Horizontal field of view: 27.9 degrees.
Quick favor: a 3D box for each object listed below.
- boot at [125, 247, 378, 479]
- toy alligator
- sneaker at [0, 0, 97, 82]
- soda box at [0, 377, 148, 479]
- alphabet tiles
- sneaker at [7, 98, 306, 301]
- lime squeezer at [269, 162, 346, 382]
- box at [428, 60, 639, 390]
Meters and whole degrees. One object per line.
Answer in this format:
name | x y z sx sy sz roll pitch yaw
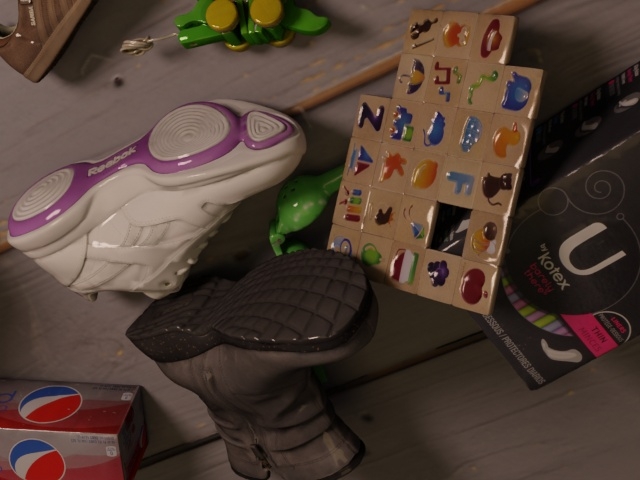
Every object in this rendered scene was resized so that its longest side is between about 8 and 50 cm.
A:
boot | -0.018 0.131 1.199 0.338 0.118 0.223 -6 125 55
toy alligator | -0.084 -0.196 1.117 0.189 0.056 0.051 -4 76 13
sneaker | -0.228 -0.221 1.116 0.071 0.066 0.188 36 117 -9
soda box | -0.320 0.203 1.347 0.263 0.092 0.084 2 120 9
alphabet tiles | 0.094 -0.074 1.074 0.198 0.009 0.237 16 94 48
sneaker | -0.135 -0.032 1.196 0.305 0.114 0.152 -19 127 23
lime squeezer | 0.000 0.000 1.215 0.109 0.059 0.310 4 122 -27
box | 0.248 -0.022 1.098 0.270 0.143 0.165 -33 108 23
